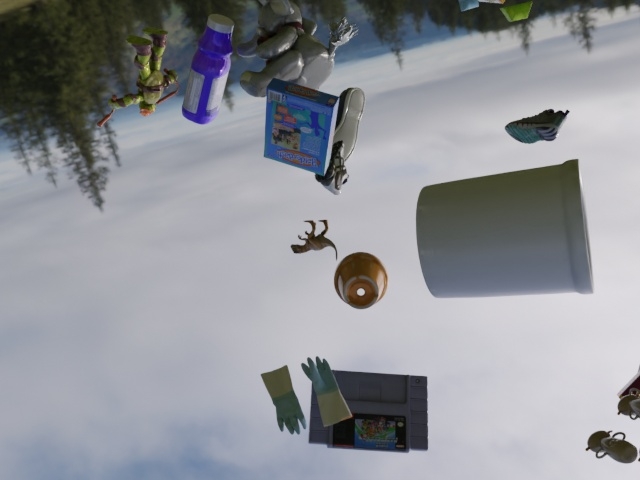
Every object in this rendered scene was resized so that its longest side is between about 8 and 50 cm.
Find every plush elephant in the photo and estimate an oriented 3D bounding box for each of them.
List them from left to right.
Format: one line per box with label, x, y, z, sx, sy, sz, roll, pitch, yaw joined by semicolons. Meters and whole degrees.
plush elephant;-0.101;-0.501;1.663;0.330;0.255;0.272;-45;157;9

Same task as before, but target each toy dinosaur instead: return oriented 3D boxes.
toy dinosaur;0.000;0.000;1.739;0.064;0.112;0.211;-1;178;-35

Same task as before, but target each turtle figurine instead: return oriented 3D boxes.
turtle figurine;-0.414;-0.377;1.533;0.087;0.217;0.269;31;-136;21

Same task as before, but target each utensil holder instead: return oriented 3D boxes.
utensil holder;0.468;-0.015;1.640;0.386;0.327;0.327;-7;-161;25

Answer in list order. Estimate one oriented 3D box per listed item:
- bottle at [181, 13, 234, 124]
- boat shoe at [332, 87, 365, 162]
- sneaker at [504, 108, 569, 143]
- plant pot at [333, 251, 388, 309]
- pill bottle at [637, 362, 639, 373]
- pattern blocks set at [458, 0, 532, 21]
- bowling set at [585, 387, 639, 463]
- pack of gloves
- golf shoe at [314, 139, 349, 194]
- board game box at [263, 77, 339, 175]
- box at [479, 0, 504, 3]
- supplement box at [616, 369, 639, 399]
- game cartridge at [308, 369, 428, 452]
bottle;-0.291;-0.448;1.708;0.092;0.282;0.118;24;-143;2
boat shoe;0.061;-0.343;1.971;0.095;0.254;0.079;14;180;-33
sneaker;0.660;-0.352;1.973;0.098;0.083;0.224;-50;-156;-7
plant pot;0.147;0.161;2.360;0.205;0.205;0.188;-13;-169;7
pill bottle;1.173;0.473;2.002;0.363;0.210;0.210;14;-151;26
pattern blocks set;0.487;-0.712;1.671;0.325;0.285;0.026;-10;-167;-16
bowling set;0.672;0.377;1.255;0.287;0.200;0.154;-38;180;-8
pack of gloves;-0.045;0.415;1.790;0.195;0.046;0.232;-16;-137;-11
golf shoe;0.038;-0.201;1.816;0.077;0.094;0.198;-20;-148;32
board game box;-0.048;-0.260;1.507;0.160;0.210;0.047;19;-130;7
box;0.496;-0.759;1.985;0.081;0.028;0.136;23;-172;-31
supplement box;0.933;0.399;1.829;0.188;0.081;0.104;-50;159;8
game cartridge;0.146;0.509;1.943;0.355;0.230;0.068;4;152;-3
